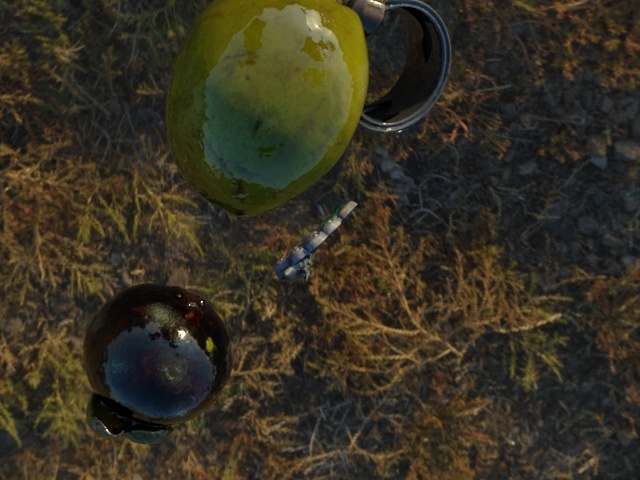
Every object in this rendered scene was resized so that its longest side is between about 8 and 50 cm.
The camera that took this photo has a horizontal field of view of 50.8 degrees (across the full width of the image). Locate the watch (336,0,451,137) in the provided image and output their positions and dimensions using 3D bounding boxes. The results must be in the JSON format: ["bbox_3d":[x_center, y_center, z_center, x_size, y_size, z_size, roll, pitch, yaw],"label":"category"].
[{"bbox_3d":[0.096,-0.375,1.467,0.327,0.314,0.335,19,104,-33],"label":"watch"}]

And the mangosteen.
[{"bbox_3d":[-0.302,0.221,1.233,0.288,0.288,0.288,-5,115,-10],"label":"mangosteen"}]

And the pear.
[{"bbox_3d":[-0.072,-0.182,0.863,0.253,0.253,0.307,31,111,-23],"label":"pear"}]

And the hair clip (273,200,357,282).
[{"bbox_3d":[0.001,0.001,1.136,0.052,0.124,0.195,49,58,-11],"label":"hair clip"}]
